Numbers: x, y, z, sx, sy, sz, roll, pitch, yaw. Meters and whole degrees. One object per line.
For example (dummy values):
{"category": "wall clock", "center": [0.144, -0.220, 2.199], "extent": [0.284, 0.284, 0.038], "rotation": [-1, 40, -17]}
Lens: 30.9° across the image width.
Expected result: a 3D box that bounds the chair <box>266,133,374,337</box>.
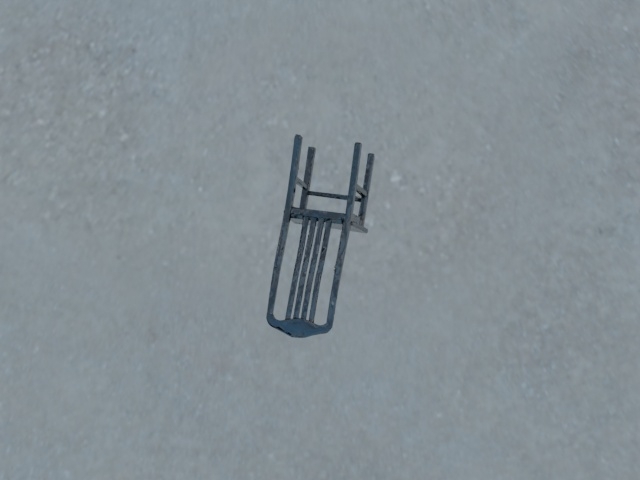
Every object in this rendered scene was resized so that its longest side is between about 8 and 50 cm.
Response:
{"category": "chair", "center": [0.000, 0.000, 1.255], "extent": [0.084, 0.101, 0.213], "rotation": [8, 87, 12]}
